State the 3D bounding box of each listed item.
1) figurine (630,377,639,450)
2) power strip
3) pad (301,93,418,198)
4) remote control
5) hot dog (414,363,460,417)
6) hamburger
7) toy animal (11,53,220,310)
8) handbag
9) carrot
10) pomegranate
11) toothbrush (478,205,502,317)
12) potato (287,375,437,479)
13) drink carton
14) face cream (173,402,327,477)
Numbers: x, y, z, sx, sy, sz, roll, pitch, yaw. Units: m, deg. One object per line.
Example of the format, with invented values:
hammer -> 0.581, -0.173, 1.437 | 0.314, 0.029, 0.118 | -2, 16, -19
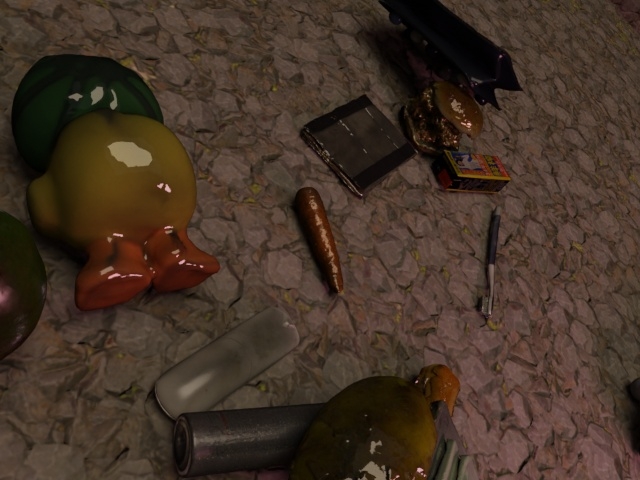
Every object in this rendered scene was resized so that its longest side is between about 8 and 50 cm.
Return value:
figurine -> 0.744, 0.319, 1.181 | 0.382, 0.261, 0.186 | -37, 129, -44
power strip -> 0.172, 0.349, 0.798 | 0.213, 0.065, 0.198 | -57, 132, -43
pad -> 0.083, -0.190, 1.185 | 0.174, 0.022, 0.233 | 49, 46, 4
remote control -> -0.115, 0.156, 0.809 | 0.229, 0.044, 0.073 | -29, 76, -41
hot dog -> 0.135, 0.295, 0.869 | 0.083, 0.068, 0.289 | 59, 39, -24
hamburger -> 0.260, -0.268, 1.280 | 0.159, 0.131, 0.184 | 8, 53, -34
toy animal -> -0.263, -0.095, 0.777 | 0.216, 0.191, 0.338 | -13, 69, -38
handbag -> 0.290, -0.425, 1.365 | 0.325, 0.118, 0.269 | 52, 18, 23
carrot -> 0.000, 0.000, 0.993 | 0.047, 0.047, 0.191 | -3, 67, -35
pomegranate -> -0.389, 0.029, 0.640 | 0.187, 0.187, 0.225 | -5, 40, -36
toothbrush -> 0.336, 0.034, 1.205 | 0.026, 0.024, 0.288 | 22, 51, -2
potato -> 0.050, 0.253, 0.709 | 0.149, 0.113, 0.251 | 30, 57, 19
drink carton -> 0.316, -0.142, 1.286 | 0.166, 0.056, 0.071 | 0, 53, -34
face cream -> -0.042, 0.246, 0.778 | 0.284, 0.073, 0.073 | 5, 59, -31
